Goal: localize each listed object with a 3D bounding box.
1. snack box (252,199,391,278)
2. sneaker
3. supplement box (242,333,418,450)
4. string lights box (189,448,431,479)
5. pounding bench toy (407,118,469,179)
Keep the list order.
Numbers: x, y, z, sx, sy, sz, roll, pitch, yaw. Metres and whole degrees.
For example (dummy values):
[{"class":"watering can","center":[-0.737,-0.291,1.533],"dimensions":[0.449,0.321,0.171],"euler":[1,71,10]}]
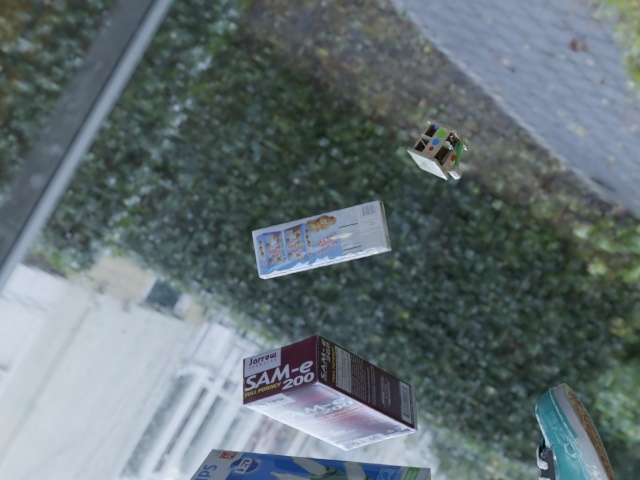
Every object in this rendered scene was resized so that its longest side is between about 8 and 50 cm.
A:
[{"class":"snack box","center":[0.000,0.000,1.563],"dimensions":[0.178,0.064,0.022],"euler":[-13,170,20]},{"class":"sneaker","center":[0.281,0.311,1.371],"dimensions":[0.108,0.121,0.302],"euler":[-58,-51,-73]},{"class":"supplement box","center":[0.017,0.213,1.682],"dimensions":[0.130,0.073,0.239],"euler":[-21,145,31]},{"class":"string lights box","center":[-0.018,0.301,1.332],"dimensions":[0.260,0.076,0.133],"euler":[2,-159,17]},{"class":"pounding bench toy","center":[0.180,-0.127,1.728],"dimensions":[0.083,0.065,0.052],"euler":[28,169,39]}]
